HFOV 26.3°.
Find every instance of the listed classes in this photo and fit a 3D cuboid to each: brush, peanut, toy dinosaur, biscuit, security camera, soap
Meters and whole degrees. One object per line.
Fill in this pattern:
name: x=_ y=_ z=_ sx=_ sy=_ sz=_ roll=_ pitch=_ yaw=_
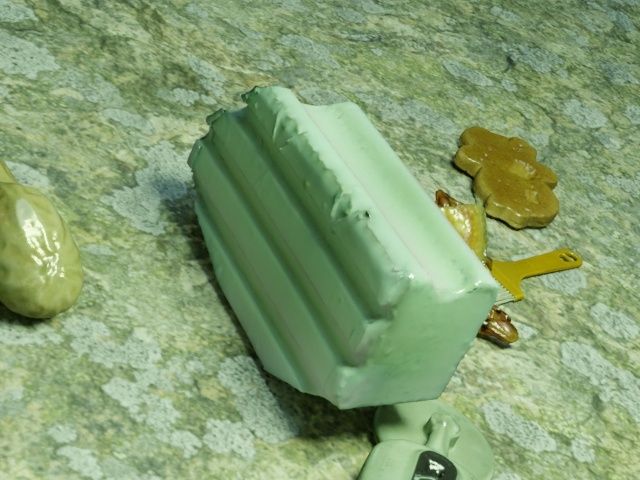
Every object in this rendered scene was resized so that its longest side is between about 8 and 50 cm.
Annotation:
brush: x=0.301 y=0.042 z=2.008 sx=0.272 sy=0.013 sz=0.103 roll=-10 pitch=47 yaw=-45
peanut: x=-0.364 y=-0.026 z=1.528 sx=0.111 sy=0.125 sz=0.274 roll=-31 pitch=60 yaw=-32
toy dinosaur: x=0.120 y=-0.032 z=1.873 sx=0.432 sy=0.097 sz=0.208 roll=46 pitch=22 yaw=-1
biscuit: x=0.302 y=-0.096 z=2.188 sx=0.184 sy=0.035 sz=0.249 roll=12 pitch=35 yaw=-19
security camera: x=0.122 y=0.251 z=1.519 sx=0.157 sy=0.080 sz=0.301 roll=26 pitch=29 yaw=2
soap: x=0.000 y=0.000 z=1.617 sx=0.156 sy=0.261 sz=0.446 roll=0 pitch=38 yaw=-35

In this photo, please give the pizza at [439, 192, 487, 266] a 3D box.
pizza: x=0.106 y=0.035 z=1.736 sx=0.197 sy=0.058 sz=0.292 roll=37 pitch=63 yaw=-6
